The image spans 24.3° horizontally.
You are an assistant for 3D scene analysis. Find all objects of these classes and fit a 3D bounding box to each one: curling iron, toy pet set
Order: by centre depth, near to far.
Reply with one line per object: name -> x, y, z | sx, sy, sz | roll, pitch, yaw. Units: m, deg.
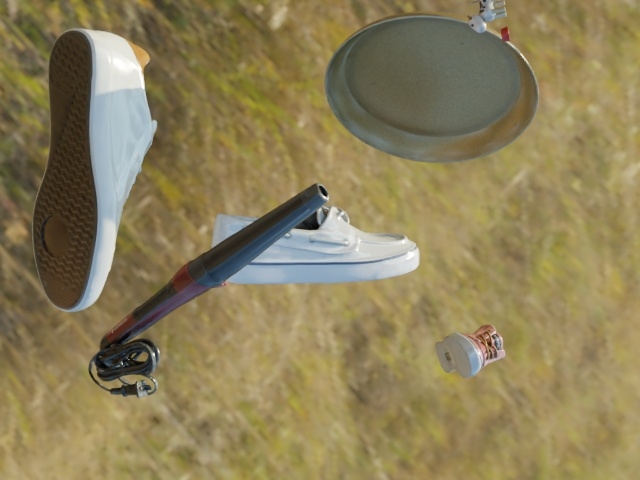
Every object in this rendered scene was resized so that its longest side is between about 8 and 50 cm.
curling iron -> -0.092, 0.041, 1.229 | 0.274, 0.068, 0.035 | -41, 165, 21
toy pet set -> 0.142, -0.267, 1.464 | 0.065, 0.114, 0.122 | -10, 144, 10

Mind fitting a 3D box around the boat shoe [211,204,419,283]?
boat shoe -> 0.000, 0.000, 1.657 | 0.258, 0.095, 0.084 | -3, 101, -31

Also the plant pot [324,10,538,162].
plant pot -> 0.123, -0.173, 1.641 | 0.236, 0.236, 0.032 | 106, -6, -54

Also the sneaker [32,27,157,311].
sneaker -> -0.219, -0.069, 1.542 | 0.123, 0.106, 0.290 | -1, 100, -53

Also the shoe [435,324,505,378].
shoe -> 0.215, 0.147, 2.039 | 0.081, 0.063, 0.178 | -20, 178, -9
